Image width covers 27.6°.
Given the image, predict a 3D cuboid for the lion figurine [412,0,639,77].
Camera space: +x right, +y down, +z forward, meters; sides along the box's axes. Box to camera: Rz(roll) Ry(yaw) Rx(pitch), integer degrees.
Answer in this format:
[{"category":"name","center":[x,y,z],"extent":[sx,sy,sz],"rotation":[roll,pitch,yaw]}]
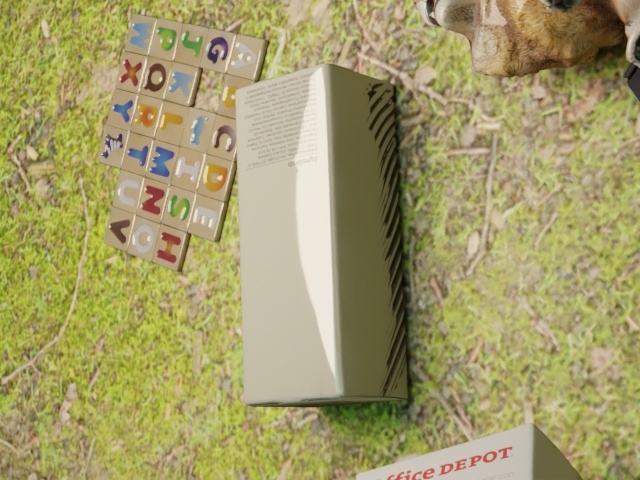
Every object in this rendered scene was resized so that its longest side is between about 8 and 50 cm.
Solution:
[{"category":"lion figurine","center":[0.204,-0.265,0.869],"extent":[0.392,0.142,0.240],"rotation":[-61,12,25]}]

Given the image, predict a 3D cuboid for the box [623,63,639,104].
[{"category":"box","center":[0.336,-0.094,0.754],"extent":[0.296,0.073,0.293],"rotation":[66,146,31]}]

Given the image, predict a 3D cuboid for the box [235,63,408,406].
[{"category":"box","center":[0.000,0.000,1.092],"extent":[0.113,0.094,0.275],"rotation":[-9,79,40]}]

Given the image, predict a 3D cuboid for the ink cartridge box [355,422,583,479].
[{"category":"ink cartridge box","center":[0.097,0.252,0.899],"extent":[0.160,0.092,0.219],"rotation":[-22,37,28]}]

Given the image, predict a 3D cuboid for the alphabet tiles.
[{"category":"alphabet tiles","center":[-0.151,-0.097,1.291],"extent":[0.198,0.009,0.237],"rotation":[18,95,40]}]
